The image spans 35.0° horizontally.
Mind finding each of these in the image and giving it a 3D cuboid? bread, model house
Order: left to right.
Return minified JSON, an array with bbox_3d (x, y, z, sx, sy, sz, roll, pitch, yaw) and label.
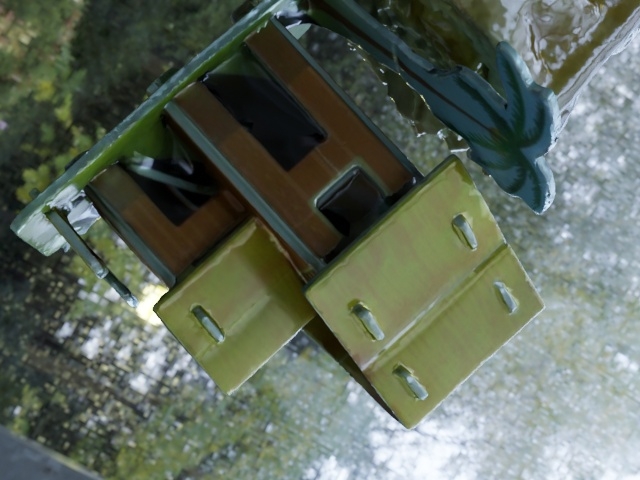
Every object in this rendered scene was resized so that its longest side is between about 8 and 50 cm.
[{"bbox_3d":[0.000,0.000,0.721,0.300,0.323,0.340,-44,-177,-10],"label":"model house"},{"bbox_3d":[0.154,-0.205,0.767,0.252,0.238,0.196,-43,-155,-17],"label":"bread"}]
